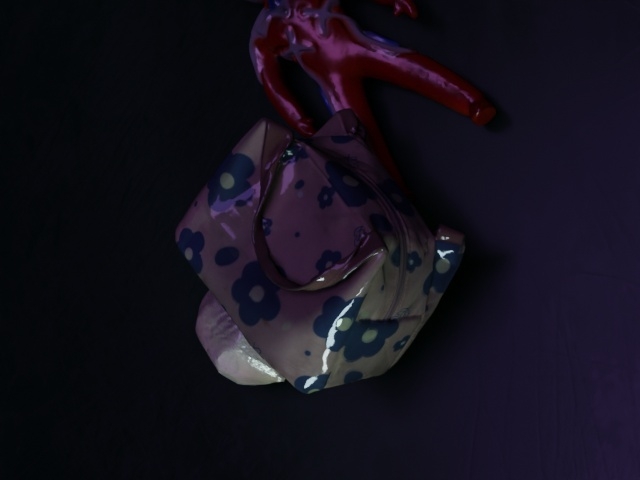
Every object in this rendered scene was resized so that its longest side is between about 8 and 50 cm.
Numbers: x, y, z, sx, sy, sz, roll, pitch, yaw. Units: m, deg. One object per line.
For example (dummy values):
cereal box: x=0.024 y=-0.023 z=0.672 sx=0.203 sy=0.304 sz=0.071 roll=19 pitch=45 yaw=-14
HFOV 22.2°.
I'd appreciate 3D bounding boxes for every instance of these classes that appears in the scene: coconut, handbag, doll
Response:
coconut: x=-0.069 y=0.098 z=1.704 sx=0.110 sy=0.110 sz=0.124 roll=-45 pitch=65 yaw=13
handbag: x=0.000 y=0.000 z=1.623 sx=0.251 sy=0.190 sz=0.193 roll=51 pitch=124 yaw=23
doll: x=0.007 y=-0.211 z=1.730 sx=0.384 sy=0.099 sz=0.188 roll=45 pitch=103 yaw=22
